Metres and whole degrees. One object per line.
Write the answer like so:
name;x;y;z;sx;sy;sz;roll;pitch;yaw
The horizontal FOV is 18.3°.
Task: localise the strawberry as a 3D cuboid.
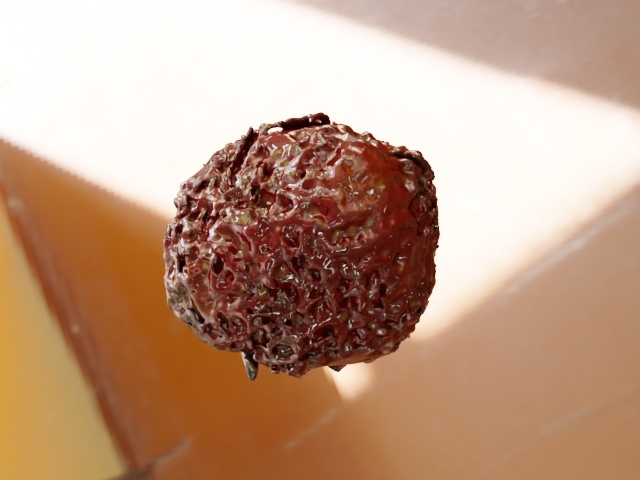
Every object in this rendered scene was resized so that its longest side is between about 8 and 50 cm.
strawberry;0.000;0.000;1.312;0.187;0.184;0.201;43;143;-4
